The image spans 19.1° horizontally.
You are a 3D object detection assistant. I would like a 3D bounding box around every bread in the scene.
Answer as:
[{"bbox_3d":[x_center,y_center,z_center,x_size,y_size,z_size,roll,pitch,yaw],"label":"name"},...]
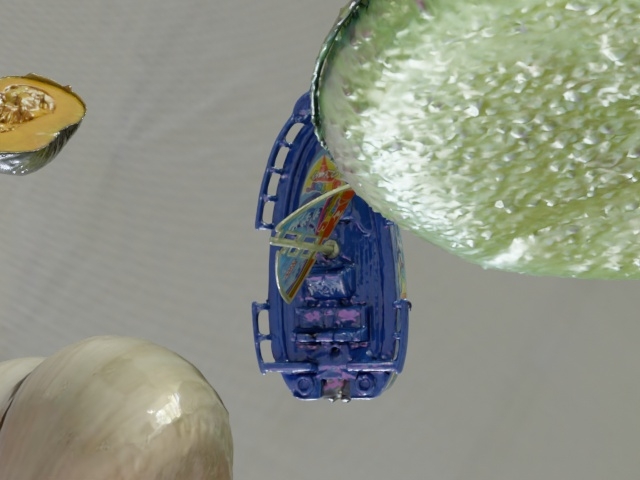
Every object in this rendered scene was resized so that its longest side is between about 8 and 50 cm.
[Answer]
[{"bbox_3d":[0.144,-0.063,0.729,0.301,0.301,0.045,41,-146,-52],"label":"bread"}]

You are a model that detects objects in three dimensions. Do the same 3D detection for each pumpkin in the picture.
[{"bbox_3d":[-0.139,-0.049,0.865,0.083,0.050,0.028,-42,-27,-53],"label":"pumpkin"}]

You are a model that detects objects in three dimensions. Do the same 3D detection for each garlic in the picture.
[{"bbox_3d":[-0.095,0.093,0.679,0.099,0.174,0.124,14,-97,-35],"label":"garlic"}]

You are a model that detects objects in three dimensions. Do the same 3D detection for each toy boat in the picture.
[{"bbox_3d":[0.000,0.000,0.998,0.110,0.091,0.175,2,-94,-70],"label":"toy boat"}]
